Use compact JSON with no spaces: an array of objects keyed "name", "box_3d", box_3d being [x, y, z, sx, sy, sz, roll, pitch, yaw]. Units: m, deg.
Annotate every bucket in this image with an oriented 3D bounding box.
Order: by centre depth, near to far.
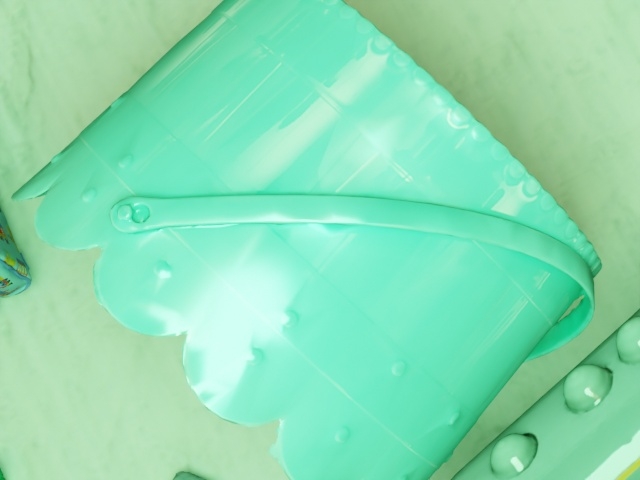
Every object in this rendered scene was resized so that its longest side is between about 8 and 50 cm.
[{"name":"bucket","box_3d":[0.000,0.000,0.926,0.281,0.281,0.183,43,91,7]}]

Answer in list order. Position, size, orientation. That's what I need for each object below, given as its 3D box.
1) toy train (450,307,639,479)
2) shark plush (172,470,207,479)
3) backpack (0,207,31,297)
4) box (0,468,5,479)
[{"name":"toy train","box_3d":[0.194,0.119,0.930,0.334,0.142,0.190,-42,114,8]},{"name":"shark plush","box_3d":[-0.018,0.184,1.033,0.161,0.073,0.067,11,61,13]},{"name":"backpack","box_3d":[-0.257,-0.035,1.024,0.117,0.158,0.173,-24,75,0]},{"name":"box","box_3d":[-0.287,0.167,1.054,0.179,0.043,0.105,8,56,10]}]
